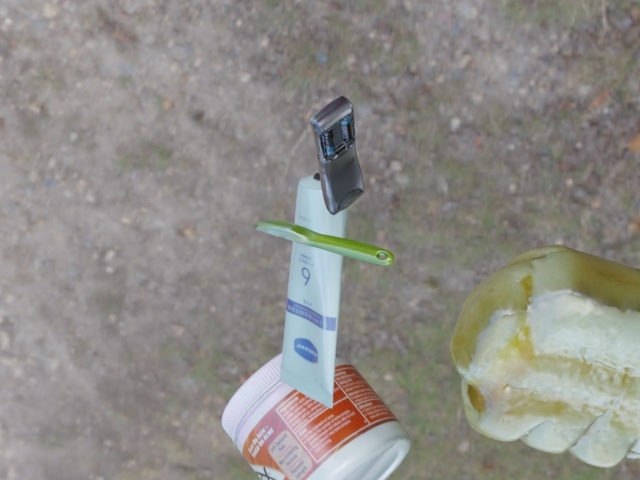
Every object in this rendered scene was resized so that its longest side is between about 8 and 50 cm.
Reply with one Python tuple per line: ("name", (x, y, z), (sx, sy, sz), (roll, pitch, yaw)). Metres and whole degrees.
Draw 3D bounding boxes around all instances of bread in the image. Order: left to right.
("bread", (0.344, 0.147, 1.806), (0.341, 0.210, 0.300), (10, 117, -8))

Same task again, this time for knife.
("knife", (0.000, 0.000, 1.466), (0.184, 0.022, 0.026), (14, 169, 24))

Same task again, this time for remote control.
("remote control", (0.022, -0.097, 1.527), (0.028, 0.059, 0.212), (43, 165, 24))

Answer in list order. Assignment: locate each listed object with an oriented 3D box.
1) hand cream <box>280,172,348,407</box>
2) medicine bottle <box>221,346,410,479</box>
("hand cream", (-0.005, 0.064, 1.752), (0.109, 0.067, 0.320), (22, 116, 43))
("medicine bottle", (-0.005, 0.337, 2.235), (0.241, 0.252, 0.252), (50, 135, 23))
